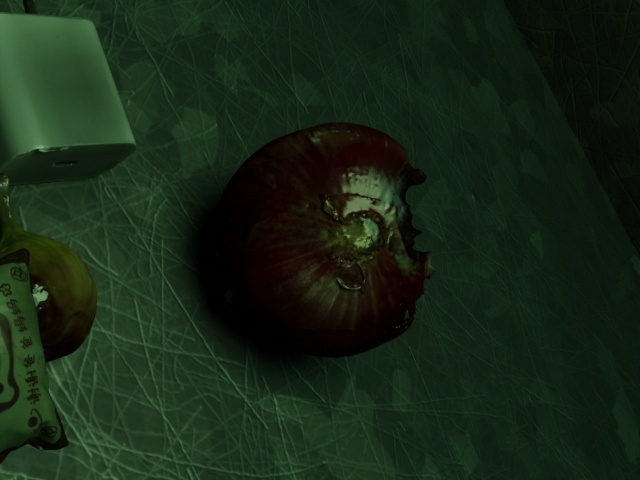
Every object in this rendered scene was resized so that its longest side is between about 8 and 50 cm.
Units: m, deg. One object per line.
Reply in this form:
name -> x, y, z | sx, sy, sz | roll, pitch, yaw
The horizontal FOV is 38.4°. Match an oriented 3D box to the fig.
fig -> -0.330, 0.032, 1.066 | 0.160, 0.143, 0.230 | 68, 25, -66

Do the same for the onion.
onion -> 0.002, 0.004, 1.317 | 0.341, 0.341, 0.341 | 23, 54, -36

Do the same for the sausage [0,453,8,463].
sausage -> -0.389, 0.231, 0.952 | 0.098, 0.098, 0.238 | 48, 40, -15

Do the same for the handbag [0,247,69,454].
handbag -> -0.363, 0.130, 0.880 | 0.235, 0.127, 0.212 | -14, 97, -47

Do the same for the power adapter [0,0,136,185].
power adapter -> -0.370, -0.209, 1.190 | 0.187, 0.124, 0.255 | -11, 77, -50
